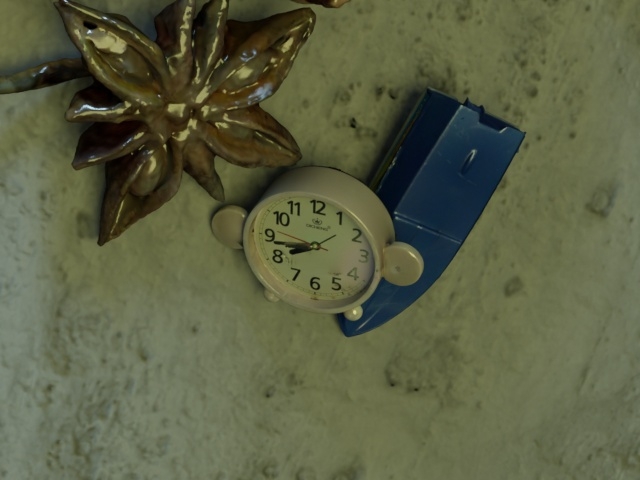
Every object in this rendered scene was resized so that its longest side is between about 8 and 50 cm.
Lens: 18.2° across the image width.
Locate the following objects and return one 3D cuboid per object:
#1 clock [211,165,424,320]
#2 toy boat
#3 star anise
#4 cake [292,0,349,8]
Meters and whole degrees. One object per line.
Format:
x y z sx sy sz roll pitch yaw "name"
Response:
0.000 0.000 2.068 0.229 0.063 0.156 12 128 16 "clock"
0.097 -0.020 2.136 0.129 0.088 0.295 21 108 -26 "toy boat"
-0.161 -0.143 1.973 0.349 0.109 0.292 -26 121 -10 "star anise"
0.001 -0.340 1.929 0.293 0.196 0.199 -44 118 -6 "cake"
